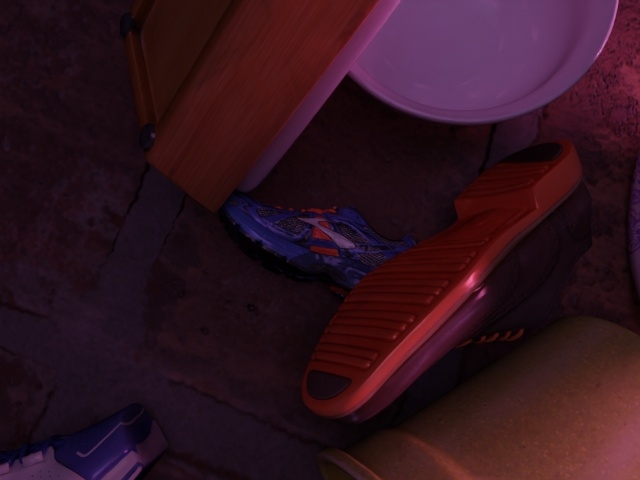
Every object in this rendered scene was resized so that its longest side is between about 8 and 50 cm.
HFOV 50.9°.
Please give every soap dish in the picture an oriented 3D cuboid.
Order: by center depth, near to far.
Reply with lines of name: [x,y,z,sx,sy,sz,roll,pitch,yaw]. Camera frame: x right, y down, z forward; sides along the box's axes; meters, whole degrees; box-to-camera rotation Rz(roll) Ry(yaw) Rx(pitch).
soap dish: [-0.067,-0.201,0.580,0.118,0.291,0.229,10,48,-37]

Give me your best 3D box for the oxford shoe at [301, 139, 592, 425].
oxford shoe: [0.139,0.052,0.596,0.364,0.130,0.132,-38,109,-25]

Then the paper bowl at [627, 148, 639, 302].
paper bowl: [0.396,-0.028,0.572,0.148,0.284,0.284,5,79,0]

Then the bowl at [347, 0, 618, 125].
bowl: [0.130,-0.238,0.686,0.298,0.134,0.298,0,79,-2]

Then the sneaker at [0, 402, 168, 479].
sneaker: [-0.311,0.225,0.589,0.315,0.127,0.182,-37,84,-6]

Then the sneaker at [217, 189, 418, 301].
sneaker: [0.000,0.000,0.671,0.221,0.083,0.087,25,72,-5]

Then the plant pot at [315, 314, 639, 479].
plant pot: [0.180,0.204,0.552,0.254,0.276,0.276,-36,81,-18]
